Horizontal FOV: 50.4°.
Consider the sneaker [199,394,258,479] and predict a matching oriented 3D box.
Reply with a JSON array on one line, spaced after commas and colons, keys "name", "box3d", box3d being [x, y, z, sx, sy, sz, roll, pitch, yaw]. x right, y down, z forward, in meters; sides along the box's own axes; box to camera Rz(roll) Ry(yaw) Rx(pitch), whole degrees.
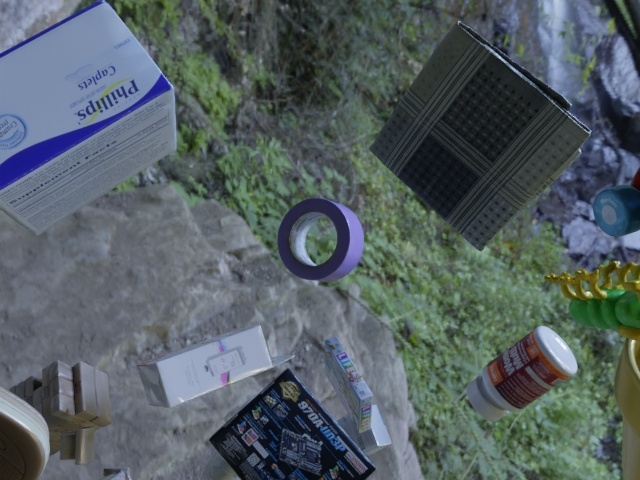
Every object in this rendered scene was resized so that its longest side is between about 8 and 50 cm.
[{"name": "sneaker", "box3d": [-0.141, 0.399, 1.395, 0.099, 0.121, 0.262, 36, 32, -3]}]

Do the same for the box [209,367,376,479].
[{"name": "box", "box3d": [-0.046, 0.347, 1.111, 0.175, 0.051, 0.220, -42, 82, -8]}]

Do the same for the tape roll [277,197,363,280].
[{"name": "tape roll", "box3d": [0.000, 0.000, 1.577, 0.189, 0.189, 0.080, 34, 11, 25]}]

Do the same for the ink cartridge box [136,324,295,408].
[{"name": "ink cartridge box", "box3d": [-0.149, 0.174, 0.981, 0.198, 0.115, 0.067, -16, 88, -30]}]

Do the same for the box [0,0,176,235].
[{"name": "box", "box3d": [-0.169, -0.074, 0.454, 0.126, 0.137, 0.072, -35, 89, -15]}]

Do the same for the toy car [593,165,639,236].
[{"name": "toy car", "box3d": [0.523, -0.115, 0.921, 0.219, 0.238, 0.210, -15, 29, -16]}]

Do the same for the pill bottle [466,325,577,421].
[{"name": "pill bottle", "box3d": [0.429, 0.292, 1.469, 0.121, 0.221, 0.121, 33, 29, -22]}]

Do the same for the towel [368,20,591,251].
[{"name": "towel", "box3d": [0.283, -0.185, 1.251, 0.312, 0.324, 0.056, 44, 39, 9]}]

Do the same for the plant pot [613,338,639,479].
[{"name": "plant pot", "box3d": [0.532, 0.260, 0.947, 0.254, 0.239, 0.254, -2, 36, 1]}]

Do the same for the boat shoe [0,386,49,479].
[{"name": "boat shoe", "box3d": [-0.365, 0.122, 0.590, 0.302, 0.109, 0.098, 19, 17, 2]}]

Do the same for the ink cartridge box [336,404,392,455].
[{"name": "ink cartridge box", "box3d": [0.077, 0.411, 1.433, 0.052, 0.122, 0.088, 10, 51, -49]}]

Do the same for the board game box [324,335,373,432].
[{"name": "board game box", "box3d": [0.051, 0.270, 1.285, 0.026, 0.103, 0.154, -17, 43, -18]}]

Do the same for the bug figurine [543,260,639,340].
[{"name": "bug figurine", "box3d": [0.329, 0.049, 0.551, 0.279, 0.072, 0.216, -6, 2, -23]}]

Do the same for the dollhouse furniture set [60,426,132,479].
[{"name": "dollhouse furniture set", "box3d": [-0.254, 0.448, 1.021, 0.174, 0.303, 0.355, -2, 81, 0]}]

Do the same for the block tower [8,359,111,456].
[{"name": "block tower", "box3d": [-0.484, 0.302, 1.047, 0.335, 0.091, 0.097, -31, 48, 11]}]
